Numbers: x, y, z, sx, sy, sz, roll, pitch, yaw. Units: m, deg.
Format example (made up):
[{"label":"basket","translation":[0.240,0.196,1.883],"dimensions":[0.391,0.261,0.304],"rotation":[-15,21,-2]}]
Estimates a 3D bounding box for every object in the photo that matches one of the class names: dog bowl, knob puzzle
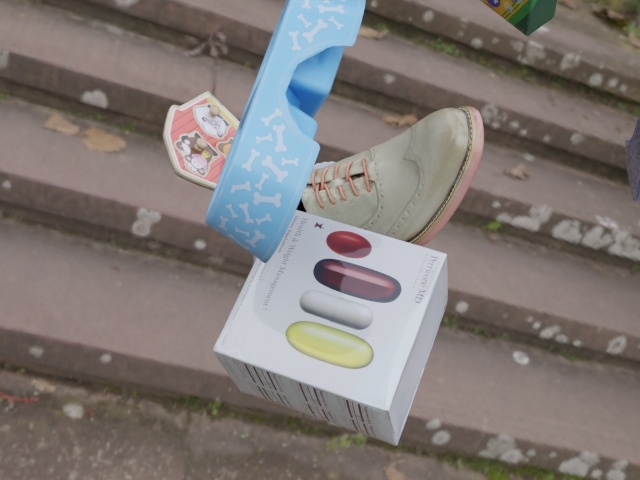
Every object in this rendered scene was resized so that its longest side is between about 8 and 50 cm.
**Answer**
[{"label":"dog bowl","translation":[-0.039,-0.126,0.858],"dimensions":[0.074,0.166,0.297],"rotation":[20,71,-10]},{"label":"knob puzzle","translation":[-0.177,-0.158,1.414],"dimensions":[0.213,0.030,0.213],"rotation":[22,48,-26]}]

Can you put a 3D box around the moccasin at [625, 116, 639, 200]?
[{"label":"moccasin","translation":[0.614,-0.140,1.507],"dimensions":[0.117,0.137,0.342],"rotation":[-9,-7,12]}]

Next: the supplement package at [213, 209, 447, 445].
[{"label":"supplement package","translation":[0.021,0.098,0.979],"dimensions":[0.203,0.149,0.194],"rotation":[16,67,16]}]

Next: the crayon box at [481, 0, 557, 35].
[{"label":"crayon box","translation":[0.359,-0.566,1.597],"dimensions":[0.083,0.323,0.203],"rotation":[-36,63,-14]}]

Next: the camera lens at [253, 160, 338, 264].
[{"label":"camera lens","translation":[0.000,0.000,1.575],"dimensions":[0.219,0.274,0.219],"rotation":[5,68,-13]}]

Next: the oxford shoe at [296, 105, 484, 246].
[{"label":"oxford shoe","translation":[0.056,-0.052,1.136],"dimensions":[0.146,0.397,0.140],"rotation":[17,51,-28]}]
